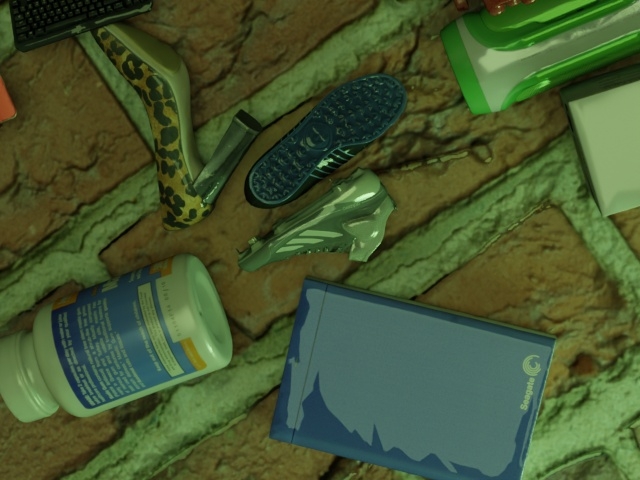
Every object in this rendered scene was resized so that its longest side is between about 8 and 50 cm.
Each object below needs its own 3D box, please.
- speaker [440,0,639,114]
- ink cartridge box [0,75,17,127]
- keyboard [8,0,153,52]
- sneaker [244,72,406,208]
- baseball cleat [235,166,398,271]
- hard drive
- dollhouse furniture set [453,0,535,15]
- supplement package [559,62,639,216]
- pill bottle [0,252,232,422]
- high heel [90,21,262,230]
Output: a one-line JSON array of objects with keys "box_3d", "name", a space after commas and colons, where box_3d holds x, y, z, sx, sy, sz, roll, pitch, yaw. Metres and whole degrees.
[{"box_3d": [0.296, -0.251, 1.868, 0.296, 0.131, 0.131, -22, 95, 9], "name": "speaker"}, {"box_3d": [-0.493, -0.170, 1.992, 0.231, 0.078, 0.134, -23, 96, 9], "name": "ink cartridge box"}, {"box_3d": [-0.294, -0.301, 1.955, 0.180, 0.023, 0.108, -16, 60, 8], "name": "keyboard"}, {"box_3d": [0.000, -0.121, 1.951, 0.232, 0.090, 0.081, -36, 92, -11], "name": "sneaker"}, {"box_3d": [0.000, 0.000, 1.968, 0.206, 0.072, 0.109, -34, 100, 14], "name": "baseball cleat"}, {"box_3d": [0.113, 0.183, 1.996, 0.318, 0.040, 0.210, 13, 99, 4], "name": "hard drive"}, {"box_3d": [0.218, -0.349, 1.741, 0.201, 0.374, 0.152, -21, 100, 7], "name": "dollhouse furniture set"}, {"box_3d": [0.356, -0.123, 1.821, 0.133, 0.244, 0.139, -17, 96, 8], "name": "supplement package"}, {"box_3d": [-0.259, 0.128, 1.973, 0.272, 0.152, 0.152, -20, 96, 8], "name": "pill bottle"}, {"box_3d": [-0.219, -0.141, 1.970, 0.261, 0.093, 0.186, 39, 114, 7], "name": "high heel"}]
